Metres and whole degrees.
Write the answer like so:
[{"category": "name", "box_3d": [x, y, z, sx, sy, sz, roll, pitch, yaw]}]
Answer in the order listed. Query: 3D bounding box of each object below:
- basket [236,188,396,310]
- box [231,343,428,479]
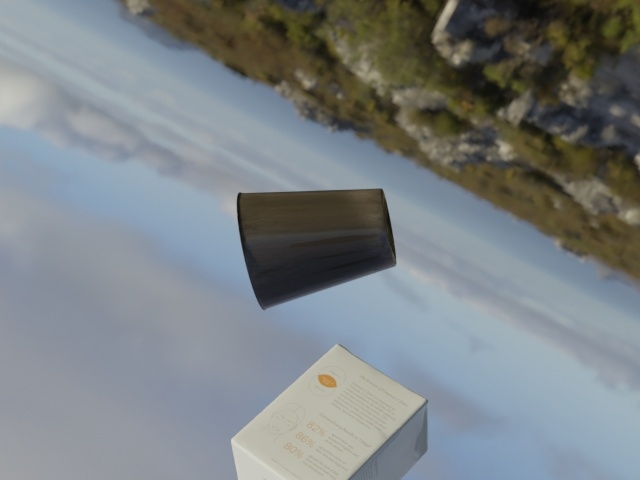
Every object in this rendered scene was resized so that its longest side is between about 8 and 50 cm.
[{"category": "basket", "box_3d": [0.000, 0.000, 1.898, 0.227, 0.204, 0.154, -9, -152, 7]}, {"category": "box", "box_3d": [0.013, 0.215, 1.248, 0.130, 0.170, 0.091, 30, 143, 31]}]
